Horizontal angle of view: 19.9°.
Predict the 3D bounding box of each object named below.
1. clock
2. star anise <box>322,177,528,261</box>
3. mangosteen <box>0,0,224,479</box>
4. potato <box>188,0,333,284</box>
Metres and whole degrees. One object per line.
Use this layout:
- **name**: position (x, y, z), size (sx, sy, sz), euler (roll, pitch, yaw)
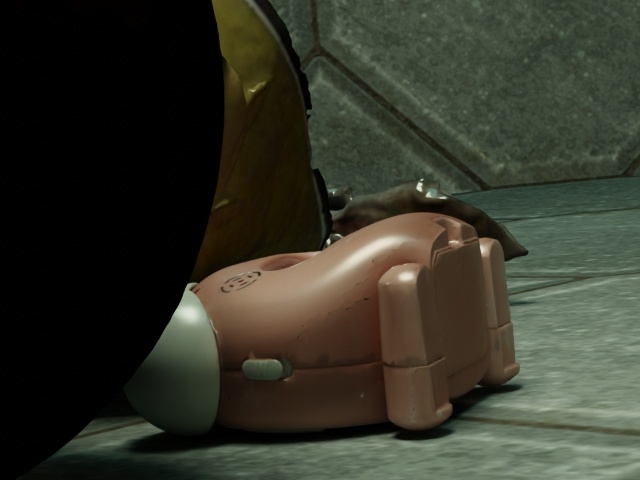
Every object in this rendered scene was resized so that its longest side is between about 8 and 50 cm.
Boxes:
- **clock**: position (-0.003, 0.039, 0.868), size (0.162, 0.093, 0.166), euler (-7, 4, 22)
- **star anise**: position (-0.003, -0.001, 1.292), size (0.198, 0.111, 0.257), euler (-7, 11, -24)
- **mangosteen**: position (-0.245, -0.033, 0.710), size (0.382, 0.382, 0.435), euler (-9, -33, -43)
- **potato**: position (-0.136, -0.024, 1.009), size (0.246, 0.300, 0.196), euler (31, 63, 26)
